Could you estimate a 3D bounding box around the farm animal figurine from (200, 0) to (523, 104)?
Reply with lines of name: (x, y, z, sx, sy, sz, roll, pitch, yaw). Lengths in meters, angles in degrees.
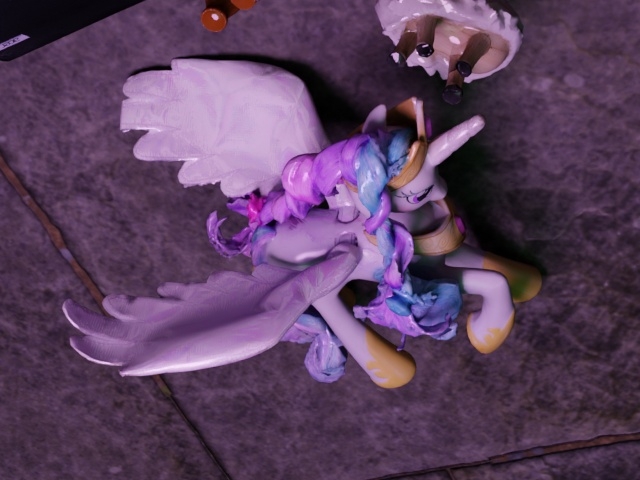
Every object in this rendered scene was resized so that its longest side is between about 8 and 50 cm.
farm animal figurine: (0.033, -0.292, 0.971, 0.327, 0.172, 0.330, 21, 134, -2)

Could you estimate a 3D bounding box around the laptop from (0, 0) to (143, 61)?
laptop: (-0.225, -0.248, 0.930, 0.234, 0.136, 0.264, -18, 108, 30)

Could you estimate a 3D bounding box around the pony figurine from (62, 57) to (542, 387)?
pony figurine: (0.000, 0.000, 1.204, 0.351, 0.302, 0.363, -7, 151, 18)
